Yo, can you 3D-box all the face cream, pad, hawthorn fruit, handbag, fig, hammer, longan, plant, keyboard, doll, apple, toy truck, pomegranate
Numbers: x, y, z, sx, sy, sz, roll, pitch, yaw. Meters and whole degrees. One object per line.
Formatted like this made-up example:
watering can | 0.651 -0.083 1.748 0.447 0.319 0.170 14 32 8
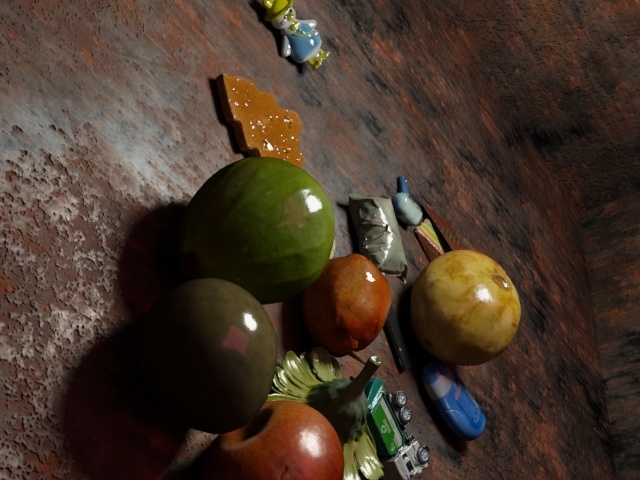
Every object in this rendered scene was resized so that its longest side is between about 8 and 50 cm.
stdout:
face cream | 0.371 0.446 2.072 0.264 0.083 0.149 54 34 -21
pad | 0.434 -0.010 2.421 0.181 0.004 0.267 28 25 -45
hawthorn fruit | 0.060 0.167 1.667 0.210 0.210 0.263 35 38 -40
handbag | 0.158 -0.014 2.021 0.182 0.117 0.271 5 68 -46
fig | -0.138 -0.006 1.421 0.316 0.316 0.316 33 46 -42
hammer | 0.264 -0.140 2.304 0.116 0.069 0.194 42 32 -34
longan | -0.191 0.195 1.257 0.258 0.258 0.258 33 46 -42
plant | 0.041 0.334 1.532 0.305 0.297 0.261 34 8 6
keyboard | 0.198 0.241 2.005 0.072 0.023 0.231 -10 80 -64
doll | -0.076 -0.584 2.038 0.241 0.135 0.099 50 8 -28
apple | -0.084 0.402 1.281 0.206 0.251 0.272 55 45 -5
toy truck | 0.154 0.448 1.736 0.124 0.114 0.254 -25 92 -44
pomegranate | 0.399 0.202 2.094 0.338 0.338 0.338 33 46 -42

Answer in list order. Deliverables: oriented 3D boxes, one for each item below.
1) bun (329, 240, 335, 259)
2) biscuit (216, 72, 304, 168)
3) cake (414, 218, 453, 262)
bun | 0.000 0.000 1.815 0.115 0.069 0.115 35 44 -43
biscuit | -0.151 -0.285 1.793 0.306 0.043 0.284 48 38 -24
cake | 0.398 0.029 2.367 0.225 0.090 0.109 60 37 -10
